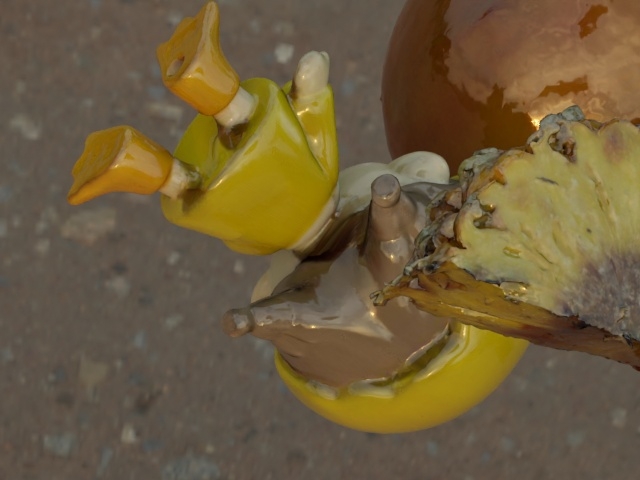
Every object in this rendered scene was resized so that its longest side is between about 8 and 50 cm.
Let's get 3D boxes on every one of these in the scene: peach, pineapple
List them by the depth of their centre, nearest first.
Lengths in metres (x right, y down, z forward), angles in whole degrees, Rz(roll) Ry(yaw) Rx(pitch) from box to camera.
[{"bbox_3d":[0.145,-0.007,0.877,0.233,0.079,0.135,16,76,-20],"label":"pineapple"},{"bbox_3d":[0.208,-0.116,1.520,0.343,0.301,0.343,43,26,-26],"label":"peach"}]

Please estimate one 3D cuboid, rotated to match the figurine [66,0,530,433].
[{"bbox_3d":[0.000,0.000,1.266,0.343,0.215,0.187,35,29,-24],"label":"figurine"}]
